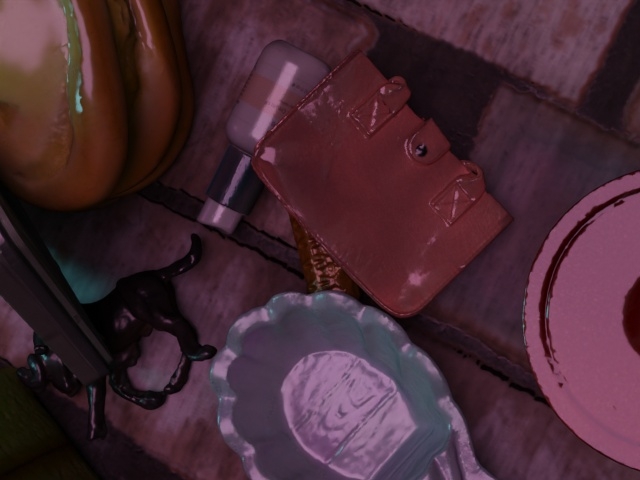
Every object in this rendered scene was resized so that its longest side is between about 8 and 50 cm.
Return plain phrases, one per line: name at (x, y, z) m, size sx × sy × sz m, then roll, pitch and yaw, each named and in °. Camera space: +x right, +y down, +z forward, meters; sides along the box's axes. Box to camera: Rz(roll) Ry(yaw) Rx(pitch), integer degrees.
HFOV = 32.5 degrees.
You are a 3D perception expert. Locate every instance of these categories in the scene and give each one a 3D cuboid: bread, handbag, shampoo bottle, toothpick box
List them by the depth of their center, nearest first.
toothpick box at (0.262, 0.050, 0.852) m, size 0.204 × 0.333 × 0.204 m, roll 0°, pitch 90°, yaw 13°
bread at (-0.350, 0.276, 0.973) m, size 0.245 × 0.361 × 0.233 m, roll -40°, pitch 83°, yaw 8°
bread at (-0.227, -0.186, 0.999) m, size 0.211 × 0.270 × 0.316 m, roll -21°, pitch 89°, yaw -4°
handbag at (0.055, -0.050, 1.002) m, size 0.157 × 0.059 × 0.212 m, roll -43°, pitch 97°, yaw -2°
shampoo bottle at (-0.059, -0.094, 1.051) m, size 0.074 × 0.074 × 0.192 m, roll 29°, pitch 95°, yaw 11°
bread at (0.000, 0.000, 1.054) m, size 0.052 × 0.044 × 0.157 m, roll -16°, pitch 86°, yaw 18°

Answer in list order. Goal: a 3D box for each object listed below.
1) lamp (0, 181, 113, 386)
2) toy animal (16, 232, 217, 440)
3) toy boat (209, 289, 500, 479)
lamp at (-0.291, -0.019, 0.976) m, size 0.047 × 0.266 × 0.269 m, roll -32°, pitch 60°, yaw -10°
toy animal at (-0.194, 0.095, 1.078) m, size 0.232 × 0.084 × 0.148 m, roll -37°, pitch 82°, yaw 13°
toy boat at (0.036, 0.170, 1.020) m, size 0.290 × 0.100 × 0.199 m, roll 43°, pitch 99°, yaw 9°
